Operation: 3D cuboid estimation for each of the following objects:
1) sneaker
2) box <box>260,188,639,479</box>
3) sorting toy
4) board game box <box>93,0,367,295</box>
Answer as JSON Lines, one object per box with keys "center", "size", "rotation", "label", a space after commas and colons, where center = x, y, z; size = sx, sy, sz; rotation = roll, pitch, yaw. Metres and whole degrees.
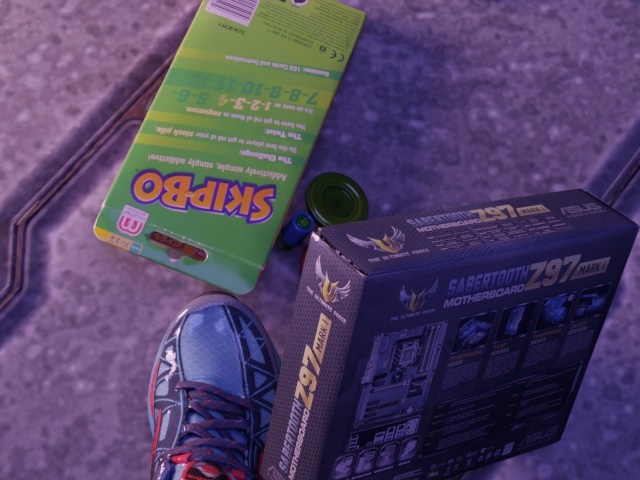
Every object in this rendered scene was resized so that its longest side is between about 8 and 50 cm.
{"center": [-0.064, 0.155, 0.748], "size": [0.104, 0.125, 0.262], "rotation": [2, 73, -7], "label": "sneaker"}
{"center": [0.084, 0.068, 0.730], "size": [0.232, 0.183, 0.059], "rotation": [-10, 36, -35], "label": "box"}
{"center": [0.000, 0.000, 0.853], "size": [0.061, 0.042, 0.102], "rotation": [15, 59, -19], "label": "sorting toy"}
{"center": [-0.064, -0.087, 0.858], "size": [0.124, 0.039, 0.259], "rotation": [22, 64, 0], "label": "board game box"}
